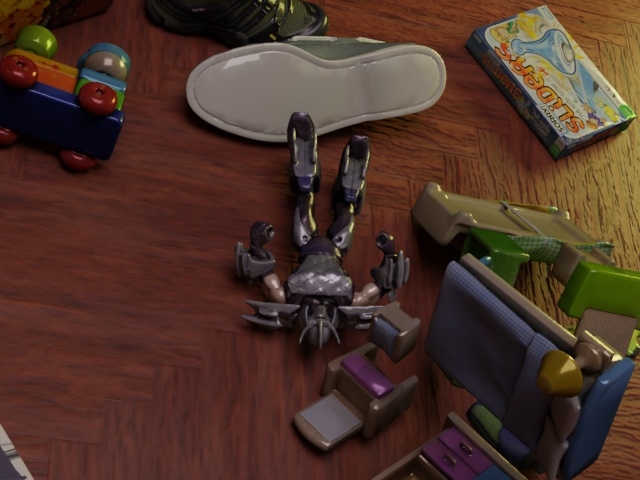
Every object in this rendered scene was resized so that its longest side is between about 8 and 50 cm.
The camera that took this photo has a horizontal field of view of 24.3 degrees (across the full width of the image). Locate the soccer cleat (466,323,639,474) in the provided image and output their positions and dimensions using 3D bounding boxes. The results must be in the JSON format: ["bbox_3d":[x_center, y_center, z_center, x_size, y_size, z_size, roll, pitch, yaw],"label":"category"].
[{"bbox_3d":[0.267,0.136,1.647,0.121,0.093,0.289,37,50,13],"label":"soccer cleat"}]

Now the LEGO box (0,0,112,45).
[{"bbox_3d":[-0.497,-0.439,1.654,0.372,0.193,0.500,-27,71,-35],"label":"LEGO box"}]

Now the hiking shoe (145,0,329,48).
[{"bbox_3d":[-0.089,-0.288,1.773,0.227,0.114,0.086,8,55,-18],"label":"hiking shoe"}]

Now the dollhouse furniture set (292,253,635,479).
[{"bbox_3d":[0.094,0.150,1.387,0.198,0.303,0.286,-28,56,-34],"label":"dollhouse furniture set"}]

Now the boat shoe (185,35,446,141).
[{"bbox_3d":[-0.013,-0.187,1.769,0.319,0.116,0.099,-7,17,-19],"label":"boat shoe"}]

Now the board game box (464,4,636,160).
[{"bbox_3d":[0.299,-0.208,1.934,0.136,0.035,0.201,-24,69,-34],"label":"board game box"}]

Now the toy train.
[{"bbox_3d":[-0.329,-0.184,1.614,0.248,0.105,0.143,19,42,-10],"label":"toy train"}]

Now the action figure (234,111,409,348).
[{"bbox_3d":[0.000,0.000,1.618,0.185,0.099,0.285,9,51,-8],"label":"action figure"}]

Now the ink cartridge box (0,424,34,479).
[{"bbox_3d":[-0.359,0.221,1.312,0.172,0.100,0.237,-24,69,-33],"label":"ink cartridge box"}]

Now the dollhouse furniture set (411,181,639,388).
[{"bbox_3d":[0.216,0.055,1.656,0.198,0.151,0.301,11,14,-15],"label":"dollhouse furniture set"}]
